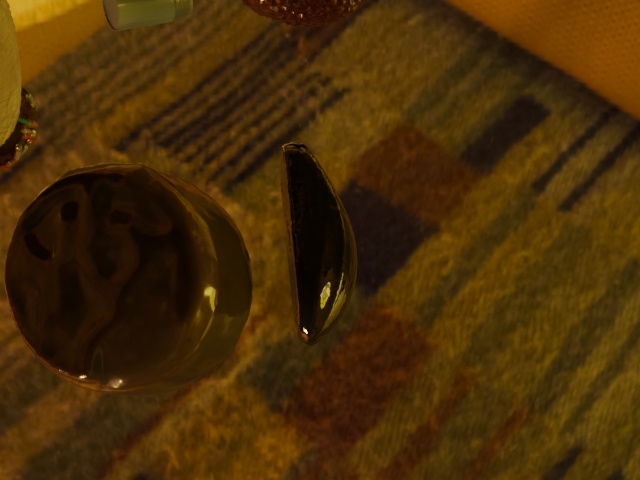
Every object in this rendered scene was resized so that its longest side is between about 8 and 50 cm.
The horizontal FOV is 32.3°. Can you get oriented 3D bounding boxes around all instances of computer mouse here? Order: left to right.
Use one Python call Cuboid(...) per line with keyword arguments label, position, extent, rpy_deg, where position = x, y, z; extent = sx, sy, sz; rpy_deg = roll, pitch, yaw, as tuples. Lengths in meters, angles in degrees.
Cuboid(label="computer mouse", position=(0.000, 0.000, 1.404), extent=(0.086, 0.137, 0.270), rpy_deg=(-5, 68, -7))

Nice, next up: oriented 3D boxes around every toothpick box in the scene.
Cuboid(label="toothpick box", position=(-0.182, -0.252, 1.163), extent=(0.083, 0.052, 0.052), rpy_deg=(-17, 58, -26))

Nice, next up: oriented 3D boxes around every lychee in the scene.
Cuboid(label="lychee", position=(-0.028, -0.469, 1.777), extent=(0.260, 0.261, 0.261), rpy_deg=(1, 56, -1))

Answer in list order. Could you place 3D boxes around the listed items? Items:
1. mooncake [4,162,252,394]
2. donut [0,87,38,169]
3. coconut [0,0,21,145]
Cuboid(label="mooncake", position=(-0.234, 0.048, 1.330), extent=(0.284, 0.155, 0.285), rpy_deg=(-1, 86, 17))
Cuboid(label="donut", position=(-0.452, -0.159, 1.248), extent=(0.269, 0.270, 0.103), rpy_deg=(16, 78, 9))
Cuboid(label="coconut", position=(-0.376, -0.133, 0.842), extent=(0.254, 0.297, 0.297), rpy_deg=(10, 54, 31))
